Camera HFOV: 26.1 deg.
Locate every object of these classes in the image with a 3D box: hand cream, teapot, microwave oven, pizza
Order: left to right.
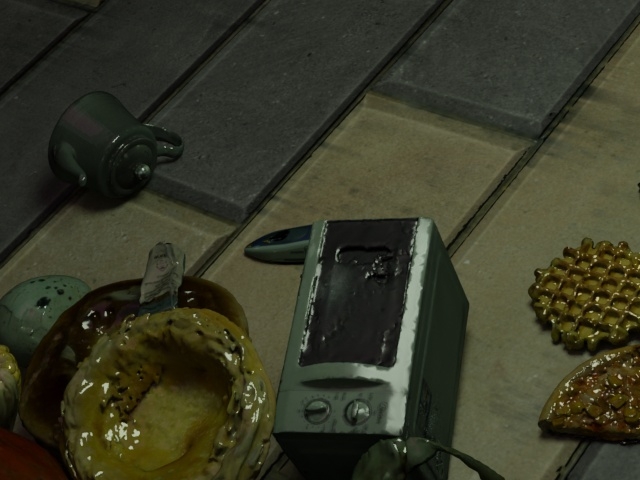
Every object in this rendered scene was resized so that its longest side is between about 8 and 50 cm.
[{"bbox_3d":[-0.321,-0.140,2.219,0.149,0.162,0.239,29,33,30],"label":"teapot"},{"bbox_3d":[-0.208,0.102,1.812,0.075,0.052,0.248,-16,49,17],"label":"hand cream"},{"bbox_3d":[0.061,0.151,1.703,0.181,0.237,0.295,-2,57,19],"label":"microwave oven"},{"bbox_3d":[0.351,0.197,1.695,0.178,0.041,0.131,-25,45,-3],"label":"pizza"}]

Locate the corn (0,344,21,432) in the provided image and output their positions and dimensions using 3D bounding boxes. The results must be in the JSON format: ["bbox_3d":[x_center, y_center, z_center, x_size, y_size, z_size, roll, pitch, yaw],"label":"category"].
[{"bbox_3d":[-0.464,0.245,1.797,0.123,0.305,0.122,9,45,-14],"label":"corn"}]

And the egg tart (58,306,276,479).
[{"bbox_3d":[-0.171,0.215,1.628,0.288,0.118,0.288,-12,58,20],"label":"egg tart"}]

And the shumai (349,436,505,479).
[{"bbox_3d":[0.131,0.387,1.416,0.395,0.395,0.348,9,28,28],"label":"shumai"}]

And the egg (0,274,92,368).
[{"bbox_3d":[-0.397,0.111,2.002,0.131,0.131,0.164,23,53,36],"label":"egg"}]

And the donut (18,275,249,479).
[{"bbox_3d":[-0.246,0.191,1.863,0.330,0.160,0.330,-3,44,3],"label":"donut"}]

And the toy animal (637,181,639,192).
[{"bbox_3d":[0.509,-0.080,1.905,0.135,0.047,0.065,-15,49,5],"label":"toy animal"}]

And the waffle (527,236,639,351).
[{"bbox_3d":[0.366,0.070,1.815,0.191,0.038,0.191,-11,44,11],"label":"waffle"}]

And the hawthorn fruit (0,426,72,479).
[{"bbox_3d":[-0.489,0.357,1.579,0.402,0.403,0.403,-11,44,11],"label":"hawthorn fruit"}]

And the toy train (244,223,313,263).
[{"bbox_3d":[0.000,0.000,2.019,0.251,0.048,0.055,-2,45,20],"label":"toy train"}]
